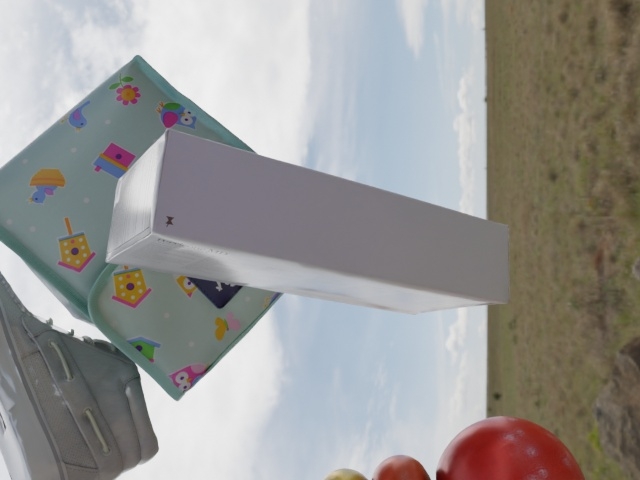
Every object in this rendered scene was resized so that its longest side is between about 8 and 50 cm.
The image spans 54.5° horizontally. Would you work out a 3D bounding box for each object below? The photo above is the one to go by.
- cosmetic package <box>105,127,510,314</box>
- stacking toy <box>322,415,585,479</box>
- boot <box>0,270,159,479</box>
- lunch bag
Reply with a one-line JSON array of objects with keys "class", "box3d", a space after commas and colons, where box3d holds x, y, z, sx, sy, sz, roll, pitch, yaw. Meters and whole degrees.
[{"class": "cosmetic package", "box3d": [0.000, 0.000, 0.393, 0.239, 0.099, 0.060, 13, -105, -30]}, {"class": "stacking toy", "box3d": [0.001, 0.197, 0.383, 0.141, 0.330, 0.141, 64, -175, -10]}, {"class": "boot", "box3d": [-0.251, 0.116, 0.587, 0.123, 0.095, 0.258, -13, -118, -42]}, {"class": "lunch bag", "box3d": [-0.152, -0.008, 0.599, 0.223, 0.262, 0.160, -47, -9, -18]}]
